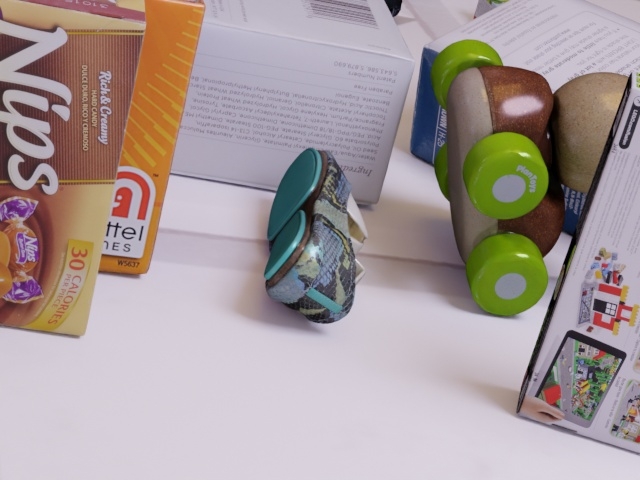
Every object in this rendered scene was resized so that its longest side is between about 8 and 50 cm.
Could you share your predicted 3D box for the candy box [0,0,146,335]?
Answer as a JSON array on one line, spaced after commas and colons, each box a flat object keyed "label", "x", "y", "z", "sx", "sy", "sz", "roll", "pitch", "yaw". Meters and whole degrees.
[{"label": "candy box", "x": -0.162, "y": -0.047, "z": 0.843, "sx": 0.109, "sy": 0.187, "sz": 0.053, "roll": 10, "pitch": 25, "yaw": -13}]

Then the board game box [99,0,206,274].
[{"label": "board game box", "x": -0.266, "y": -0.232, "z": 0.981, "sx": 0.356, "sy": 0.356, "sz": 0.356, "roll": 7, "pitch": 25, "yaw": -17}]

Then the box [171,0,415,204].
[{"label": "box", "x": -0.042, "y": -0.126, "z": 1.168, "sx": 0.181, "sy": 0.119, "sz": 0.181, "roll": 9, "pitch": 25, "yaw": -12}]

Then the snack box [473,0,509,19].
[{"label": "snack box", "x": 0.241, "y": -0.216, "z": 1.627, "sx": 0.141, "sy": 0.037, "sz": 0.100, "roll": 6, "pitch": 27, "yaw": -20}]

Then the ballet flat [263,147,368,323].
[{"label": "ballet flat", "x": 0.000, "y": 0.000, "z": 1.007, "sx": 0.070, "sy": 0.070, "sz": 0.188, "roll": 14, "pitch": 26, "yaw": -2}]

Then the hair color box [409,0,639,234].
[{"label": "hair color box", "x": 0.257, "y": -0.068, "z": 1.198, "sx": 0.347, "sy": 0.105, "sz": 0.174, "roll": 29, "pitch": 42, "yaw": 29}]

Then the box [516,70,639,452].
[{"label": "box", "x": 0.193, "y": 0.021, "z": 0.878, "sx": 0.114, "sy": 0.207, "sz": 0.036, "roll": 18, "pitch": 24, "yaw": 4}]

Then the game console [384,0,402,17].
[{"label": "game console", "x": -0.147, "y": -0.262, "z": 1.498, "sx": 0.342, "sy": 0.060, "sz": 0.386, "roll": 32, "pitch": 29, "yaw": 20}]

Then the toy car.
[{"label": "toy car", "x": 0.179, "y": -0.054, "z": 1.051, "sx": 0.188, "sy": 0.149, "sz": 0.155, "roll": -7, "pitch": 35, "yaw": -2}]
